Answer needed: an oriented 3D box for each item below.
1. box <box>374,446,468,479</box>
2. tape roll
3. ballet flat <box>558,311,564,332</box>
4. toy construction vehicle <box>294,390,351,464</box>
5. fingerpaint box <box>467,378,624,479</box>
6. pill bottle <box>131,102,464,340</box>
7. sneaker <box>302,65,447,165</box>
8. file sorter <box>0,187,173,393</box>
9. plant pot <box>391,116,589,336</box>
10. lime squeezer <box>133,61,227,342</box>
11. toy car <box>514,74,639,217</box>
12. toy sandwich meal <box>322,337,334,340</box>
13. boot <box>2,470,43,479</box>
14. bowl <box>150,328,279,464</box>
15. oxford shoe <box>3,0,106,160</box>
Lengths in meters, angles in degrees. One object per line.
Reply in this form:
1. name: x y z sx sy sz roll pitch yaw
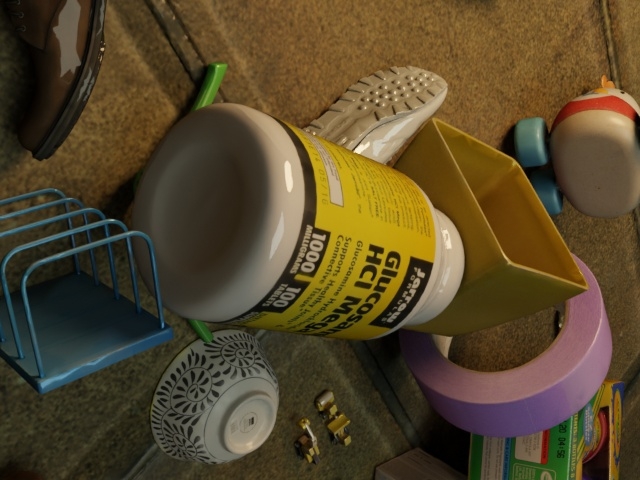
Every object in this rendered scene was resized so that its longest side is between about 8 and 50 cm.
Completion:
1. box: 0.148 0.452 1.261 0.103 0.114 0.203 -11 113 -42
2. tape roll: 0.250 0.126 1.099 0.275 0.274 0.090 -47 134 -19
3. ballet flat: 0.497 0.206 1.519 0.091 0.077 0.241 -41 132 -25
4. toy construction vehicle: 0.007 0.262 1.097 0.085 0.035 0.098 -32 128 -30
5. fingerpaint box: 0.373 0.447 1.310 0.371 0.163 0.445 13 81 -58
6. pill bottle: 0.000 0.000 0.787 0.333 0.187 0.188 15 97 -50
7. sneaker: 0.058 -0.122 0.953 0.235 0.090 0.095 -35 138 -19
8. file sorter: -0.224 0.031 0.675 0.118 0.170 0.105 -22 119 -36
9. plant pot: 0.168 0.008 1.006 0.187 0.212 0.212 -39 146 29
10. lime squeezer: -0.148 -0.023 0.822 0.110 0.058 0.311 -42 139 -65
11. toy car: 0.435 -0.179 1.242 0.210 0.219 0.238 60 36 -40
12. toy sandwich meal: 0.017 0.089 1.039 0.085 0.029 0.086 -25 128 -37
13. boot: -0.340 0.381 0.781 0.283 0.109 0.220 -43 137 -32
14. bowl: -0.103 0.196 0.929 0.170 0.080 0.170 -19 120 -38
15. oxford shoe: -0.222 -0.179 0.664 0.096 0.083 0.227 14 100 -24
